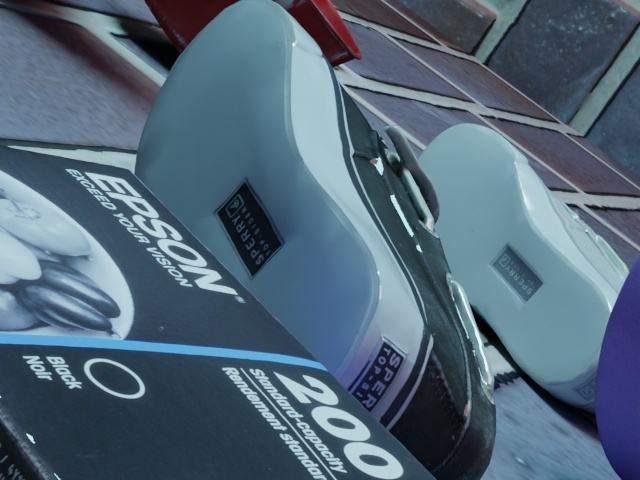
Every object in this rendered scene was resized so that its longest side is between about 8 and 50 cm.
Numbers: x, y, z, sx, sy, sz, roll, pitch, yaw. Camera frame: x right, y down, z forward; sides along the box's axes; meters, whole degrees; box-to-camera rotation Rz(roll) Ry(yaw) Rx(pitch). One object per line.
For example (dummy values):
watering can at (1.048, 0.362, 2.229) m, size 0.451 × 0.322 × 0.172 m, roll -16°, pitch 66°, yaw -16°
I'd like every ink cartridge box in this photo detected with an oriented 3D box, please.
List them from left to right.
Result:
ink cartridge box at (-0.053, 0.038, 0.619) m, size 0.208 × 0.045 × 0.206 m, roll 10°, pitch 26°, yaw -46°

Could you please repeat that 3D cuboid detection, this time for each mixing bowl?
mixing bowl at (-0.062, -0.173, 1.328) m, size 0.181 × 0.098 × 0.181 m, roll 55°, pitch 7°, yaw -10°

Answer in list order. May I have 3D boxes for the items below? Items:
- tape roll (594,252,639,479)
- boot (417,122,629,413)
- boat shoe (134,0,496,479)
tape roll at (0.277, 0.053, 0.991) m, size 0.275 × 0.275 × 0.090 m, roll 25°, pitch 15°, yaw -42°
boot at (0.148, 0.032, 1.218) m, size 0.123 × 0.095 × 0.258 m, roll 34°, pitch 18°, yaw -38°
boat shoe at (0.003, -0.003, 0.857) m, size 0.105 × 0.113 × 0.306 m, roll 36°, pitch 12°, yaw -32°
